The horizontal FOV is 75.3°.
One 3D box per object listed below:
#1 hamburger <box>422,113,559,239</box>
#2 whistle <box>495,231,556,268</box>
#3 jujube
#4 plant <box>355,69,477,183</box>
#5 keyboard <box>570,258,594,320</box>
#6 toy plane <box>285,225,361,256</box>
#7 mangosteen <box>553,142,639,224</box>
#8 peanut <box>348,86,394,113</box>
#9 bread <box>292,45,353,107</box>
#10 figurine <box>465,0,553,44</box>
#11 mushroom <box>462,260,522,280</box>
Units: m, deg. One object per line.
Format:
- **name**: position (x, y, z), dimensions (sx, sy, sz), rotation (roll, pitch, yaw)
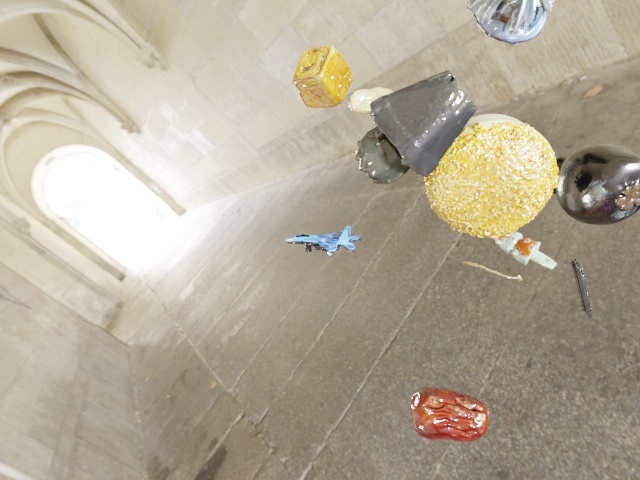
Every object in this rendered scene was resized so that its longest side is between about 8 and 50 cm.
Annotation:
- **hamburger**: position (0.383, -0.141, 0.939), dimensions (0.276, 0.294, 0.179), rotation (-56, 17, 33)
- **whistle**: position (0.801, 0.034, 1.637), dimensions (0.102, 0.106, 0.253), rotation (-47, 58, -6)
- **jujube**: position (0.390, 0.536, 1.269), dimensions (0.230, 0.155, 0.155), rotation (5, 43, 18)
- **plant**: position (0.180, -0.220, 0.839), dimensions (0.256, 0.142, 0.164), rotation (-41, 63, 26)
- **keyboard**: position (0.907, 0.170, 1.431), dimensions (0.023, 0.231, 0.072), rotation (-20, 23, 17)
- **toy plane**: position (0.001, 0.007, 1.355), dimensions (0.246, 0.078, 0.169), rotation (-8, 21, 19)
- **mangosteen**: position (0.726, -0.150, 1.092), dimensions (0.243, 0.243, 0.243), rotation (-38, 21, 18)
- **peanut**: position (0.173, -0.458, 1.351), dimensions (0.187, 0.082, 0.082), rotation (-22, 5, -35)
- **bread**: position (0.005, -0.541, 1.384), dimensions (0.158, 0.143, 0.149), rotation (19, 77, 37)
- **figurine**: position (0.472, -0.635, 0.918), dimensions (0.248, 0.277, 0.388), rotation (-48, -9, -12)
- **mushroom**: position (0.794, 0.138, 1.940), dimensions (0.286, 0.028, 0.026), rotation (17, 94, 40)
